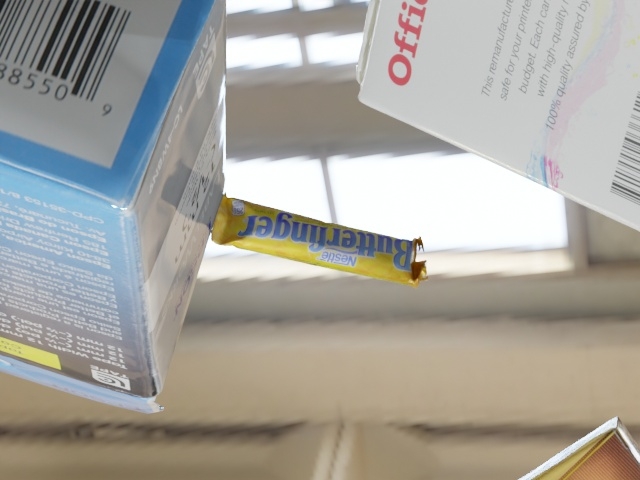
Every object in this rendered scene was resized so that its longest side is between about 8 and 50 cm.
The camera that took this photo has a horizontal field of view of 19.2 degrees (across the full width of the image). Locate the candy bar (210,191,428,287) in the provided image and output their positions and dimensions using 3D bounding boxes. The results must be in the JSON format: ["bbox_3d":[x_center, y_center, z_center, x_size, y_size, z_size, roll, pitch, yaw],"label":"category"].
[{"bbox_3d":[0.000,0.000,1.248,0.161,0.018,0.040,13,-120,-25],"label":"candy bar"}]

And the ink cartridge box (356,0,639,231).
[{"bbox_3d":[0.133,-0.098,0.800,0.212,0.154,0.093,26,-151,26],"label":"ink cartridge box"}]

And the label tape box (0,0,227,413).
[{"bbox_3d":[-0.175,-0.039,0.854,0.249,0.348,0.115,18,-107,3],"label":"label tape box"}]

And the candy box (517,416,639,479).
[{"bbox_3d":[0.131,0.202,1.136,0.186,0.109,0.053,-36,177,10],"label":"candy box"}]
